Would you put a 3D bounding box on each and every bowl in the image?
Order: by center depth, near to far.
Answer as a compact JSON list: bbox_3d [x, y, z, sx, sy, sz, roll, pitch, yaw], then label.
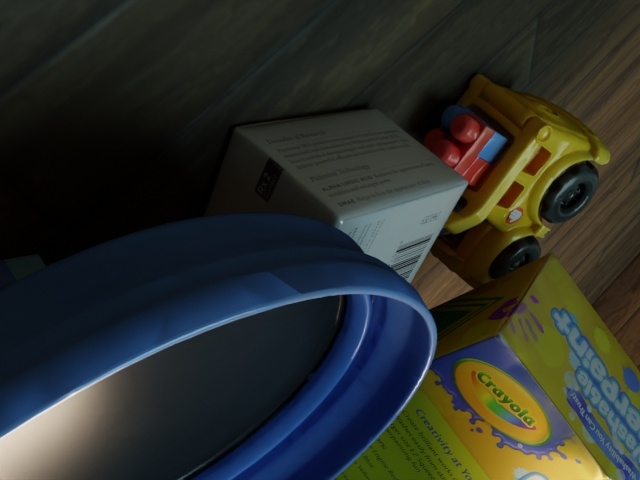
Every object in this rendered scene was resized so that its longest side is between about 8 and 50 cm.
[{"bbox_3d":[-0.107,0.134,0.476,0.391,0.077,0.391,-27,151,-17],"label":"bowl"}]

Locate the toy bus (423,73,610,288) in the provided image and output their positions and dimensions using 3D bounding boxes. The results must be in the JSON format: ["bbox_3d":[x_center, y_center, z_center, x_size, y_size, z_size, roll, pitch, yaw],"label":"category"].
[{"bbox_3d":[0.168,-0.063,0.823,0.211,0.149,0.220,10,121,-47],"label":"toy bus"}]

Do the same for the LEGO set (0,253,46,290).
[{"bbox_3d":[-0.218,0.091,0.462,0.093,0.087,0.227,-11,142,-49],"label":"LEGO set"}]

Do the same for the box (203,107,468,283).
[{"bbox_3d":[0.000,0.000,0.642,0.181,0.119,0.181,-18,142,-47],"label":"box"}]

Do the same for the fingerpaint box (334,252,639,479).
[{"bbox_3d":[0.227,0.287,0.880,0.371,0.445,0.163,-34,-174,46],"label":"fingerpaint box"}]
